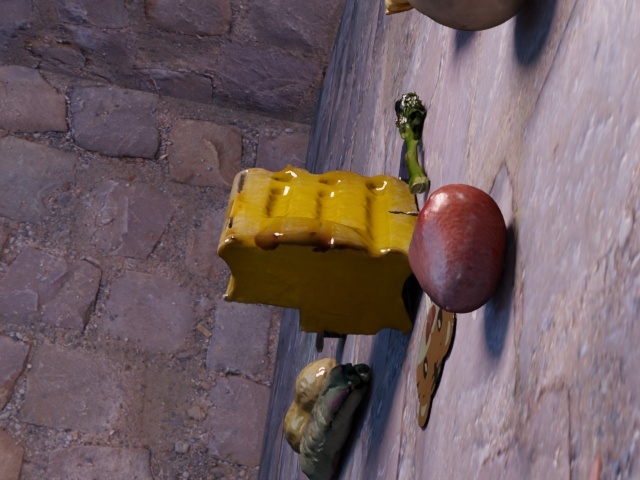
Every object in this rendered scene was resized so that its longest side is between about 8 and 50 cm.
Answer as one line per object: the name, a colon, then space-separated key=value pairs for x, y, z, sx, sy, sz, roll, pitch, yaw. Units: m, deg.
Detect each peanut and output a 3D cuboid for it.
peanut: x=-0.010 y=0.274 z=2.077 sx=0.099 sy=0.090 sz=0.214 roll=-27 pitch=-37 yaw=-41

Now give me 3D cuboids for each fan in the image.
fan: x=0.125 y=0.094 z=1.436 sx=0.226 sy=0.008 sz=0.152 roll=-88 pitch=9 yaw=-58

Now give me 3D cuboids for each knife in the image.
knife: x=0.125 y=-0.116 z=1.869 sx=0.121 sy=0.018 sz=0.031 roll=-83 pitch=-1 yaw=-46

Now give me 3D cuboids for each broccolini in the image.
broccolini: x=0.137 y=-0.134 z=1.766 sx=0.057 sy=0.071 sz=0.254 roll=-34 pitch=29 yaw=14

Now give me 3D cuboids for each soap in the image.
soap: x=0.000 y=0.000 z=1.678 sx=0.281 sy=0.259 sz=0.143 roll=-84 pitch=1 yaw=-65

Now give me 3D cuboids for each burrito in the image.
burrito: x=0.018 y=0.273 z=1.929 sx=0.309 sy=0.066 sz=0.096 roll=107 pitch=168 yaw=-51

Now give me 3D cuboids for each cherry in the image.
cherry: x=0.127 y=0.011 z=1.170 sx=0.106 sy=0.087 sz=0.126 roll=124 pitch=139 yaw=-61

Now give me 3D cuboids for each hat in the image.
hat: x=0.023 y=0.150 z=2.241 sx=0.121 sy=0.050 sz=0.121 roll=13 pitch=-90 yaw=-88

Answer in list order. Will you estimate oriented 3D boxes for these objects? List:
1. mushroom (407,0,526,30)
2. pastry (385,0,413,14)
mushroom: x=0.146 y=-0.321 z=1.261 sx=0.209 sy=0.206 sz=0.206 roll=-45 pitch=4 yaw=-2
pastry: x=0.141 y=-0.414 z=1.587 sx=0.236 sy=0.170 sz=0.256 roll=76 pitch=-175 yaw=-46
